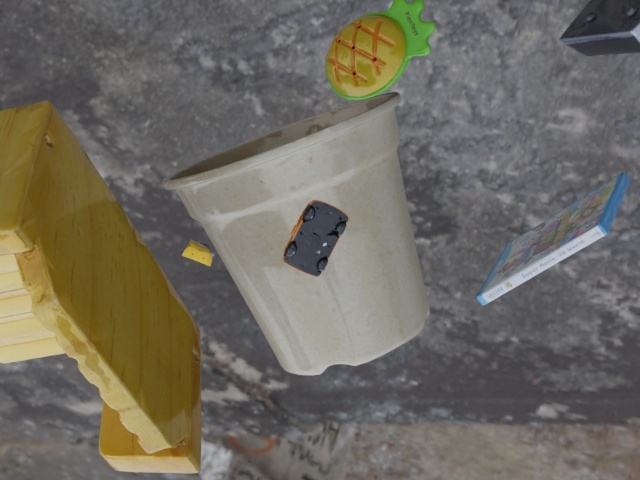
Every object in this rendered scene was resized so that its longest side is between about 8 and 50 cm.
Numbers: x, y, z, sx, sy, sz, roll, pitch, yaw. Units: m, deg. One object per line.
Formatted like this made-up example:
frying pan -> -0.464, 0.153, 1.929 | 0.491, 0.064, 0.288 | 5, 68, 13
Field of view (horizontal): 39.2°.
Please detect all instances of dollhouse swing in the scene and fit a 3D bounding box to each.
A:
dollhouse swing -> -0.338, 0.083, 0.956 | 0.305, 0.315, 0.347 | -20, 127, 7

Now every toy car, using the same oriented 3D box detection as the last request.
toy car -> -0.043, -0.009, 0.694 | 0.122, 0.060, 0.040 | 7, -167, -10

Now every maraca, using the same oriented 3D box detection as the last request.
maraca -> 0.087, -0.289, 1.355 | 0.186, 0.127, 0.099 | -32, 163, 23

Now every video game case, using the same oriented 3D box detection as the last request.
video game case -> 0.245, -0.001, 0.950 | 0.015, 0.119, 0.166 | 47, 131, -5

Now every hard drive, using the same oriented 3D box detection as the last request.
hard drive -> 0.416, -0.319, 1.063 | 0.054, 0.254, 0.172 | 44, 175, -18

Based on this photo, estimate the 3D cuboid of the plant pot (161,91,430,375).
plant pot -> 0.000, 0.000, 1.217 | 0.334, 0.334, 0.305 | -10, 105, 44
